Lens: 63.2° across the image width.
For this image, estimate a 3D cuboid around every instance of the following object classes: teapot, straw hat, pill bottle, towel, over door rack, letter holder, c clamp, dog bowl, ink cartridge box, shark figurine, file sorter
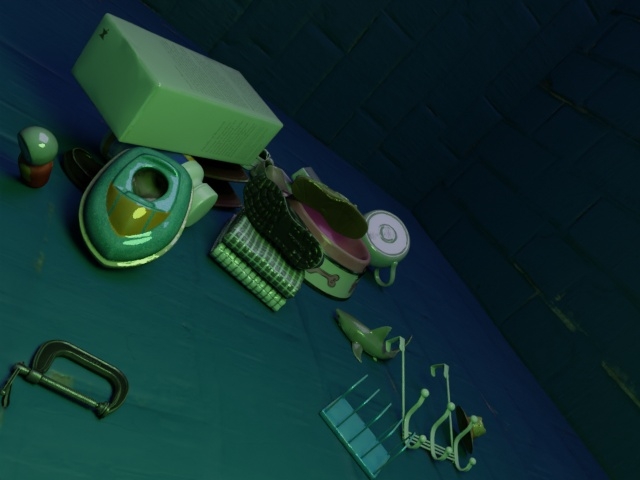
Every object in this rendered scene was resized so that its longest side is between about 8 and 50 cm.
[{"bbox_3d":[0.226,0.017,2.101,0.252,0.187,0.256,33,53,-7],"label":"teapot"},{"bbox_3d":[0.441,0.536,1.495,0.144,0.061,0.145,168,-90,-88],"label":"straw hat"},{"bbox_3d":[-0.380,-0.166,1.251,0.272,0.152,0.152,44,17,3],"label":"pill bottle"},{"bbox_3d":[-0.150,0.027,1.375,0.235,0.121,0.284,41,17,-13],"label":"towel"},{"bbox_3d":[0.306,0.425,1.405,0.239,0.108,0.324,34,32,-31],"label":"over door rack"},{"bbox_3d":[-0.317,-0.221,1.485,0.301,0.152,0.215,4,48,-59],"label":"letter holder"},{"bbox_3d":[-0.340,0.196,0.715,0.160,0.022,0.137,34,14,-26],"label":"c clamp"},{"bbox_3d":[0.000,0.000,1.738,0.408,0.150,0.408,40,17,-14],"label":"dog bowl"},{"bbox_3d":[0.019,-0.153,2.131,0.324,0.071,0.330,56,12,-4],"label":"ink cartridge box"},{"bbox_3d":[0.179,0.291,1.525,0.278,0.116,0.166,32,22,-29],"label":"shark figurine"},{"bbox_3d":[0.106,0.394,1.121,0.170,0.104,0.118,49,18,15],"label":"file sorter"}]

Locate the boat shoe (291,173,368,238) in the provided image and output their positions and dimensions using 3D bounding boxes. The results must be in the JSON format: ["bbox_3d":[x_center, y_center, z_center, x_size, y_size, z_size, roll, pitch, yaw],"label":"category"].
[{"bbox_3d":[0.036,-0.115,1.656,0.285,0.104,0.089,39,20,-13],"label":"boat shoe"}]

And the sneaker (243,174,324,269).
[{"bbox_3d":[-0.095,-0.038,1.338,0.283,0.107,0.124,54,4,9],"label":"sneaker"}]

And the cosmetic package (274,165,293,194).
[{"bbox_3d":[-0.130,-0.193,2.044,0.239,0.060,0.099,52,13,23],"label":"cosmetic package"}]

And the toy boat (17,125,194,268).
[{"bbox_3d":[-0.399,-0.094,0.964,0.318,0.148,0.268,24,56,-18],"label":"toy boat"}]

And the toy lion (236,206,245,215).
[{"bbox_3d":[-0.213,-0.066,1.614,0.100,0.034,0.096,48,10,13],"label":"toy lion"}]

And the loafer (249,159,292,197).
[{"bbox_3d":[-0.174,-0.222,1.900,0.101,0.092,0.268,23,15,-44],"label":"loafer"}]

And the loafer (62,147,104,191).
[{"bbox_3d":[-0.453,-0.124,1.106,0.220,0.078,0.080,46,17,6],"label":"loafer"}]

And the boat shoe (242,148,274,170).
[{"bbox_3d":[-0.236,-0.323,2.069,0.095,0.084,0.258,46,17,7],"label":"boat shoe"}]

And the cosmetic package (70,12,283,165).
[{"bbox_3d":[-0.315,-0.333,1.245,0.230,0.161,0.453,52,22,18],"label":"cosmetic package"}]
